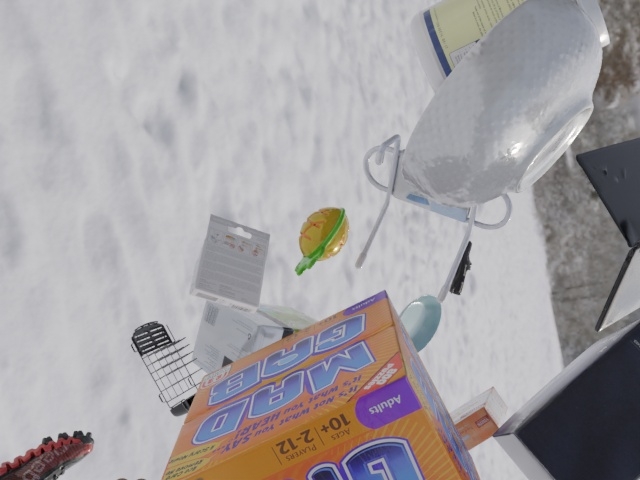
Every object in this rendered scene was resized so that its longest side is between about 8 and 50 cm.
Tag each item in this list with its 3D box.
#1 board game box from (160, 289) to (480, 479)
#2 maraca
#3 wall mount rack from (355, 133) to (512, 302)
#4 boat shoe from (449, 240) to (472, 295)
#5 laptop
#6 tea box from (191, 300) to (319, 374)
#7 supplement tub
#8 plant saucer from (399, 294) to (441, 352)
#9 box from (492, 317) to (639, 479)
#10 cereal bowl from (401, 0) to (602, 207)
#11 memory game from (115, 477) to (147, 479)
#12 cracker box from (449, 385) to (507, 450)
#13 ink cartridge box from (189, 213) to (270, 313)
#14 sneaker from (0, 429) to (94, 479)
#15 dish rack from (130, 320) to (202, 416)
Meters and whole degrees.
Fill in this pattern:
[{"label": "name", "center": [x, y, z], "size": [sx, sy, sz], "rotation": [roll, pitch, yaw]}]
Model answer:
[{"label": "board game box", "center": [0.031, 0.349, 1.101], "size": [0.356, 0.356, 0.356], "rotation": [62, 7, -11]}, {"label": "maraca", "center": [0.000, 0.000, 1.556], "size": [0.099, 0.127, 0.185], "rotation": [37, 53, -11]}, {"label": "wall mount rack", "center": [0.213, -0.052, 1.546], "size": [0.130, 0.350, 0.304], "rotation": [-39, 144, -47]}, {"label": "boat shoe", "center": [0.313, 0.060, 1.596], "size": [0.046, 0.038, 0.125], "rotation": [53, 58, -86]}, {"label": "laptop", "center": [0.816, -0.027, 1.958], "size": [0.382, 0.236, 0.407], "rotation": [-16, 129, -39]}, {"label": "tea box", "center": [-0.152, 0.324, 2.153], "size": [0.324, 0.329, 0.219], "rotation": [13, 94, -36]}, {"label": "supplement tub", "center": [0.364, -0.401, 1.413], "size": [0.235, 0.325, 0.235], "rotation": [51, 26, -37]}, {"label": "plant saucer", "center": [0.261, 0.233, 2.028], "size": [0.195, 0.037, 0.194], "rotation": [-21, 124, -34]}, {"label": "box", "center": [0.471, 0.303, 1.236], "size": [0.182, 0.294, 0.296], "rotation": [48, -6, 16]}, {"label": "cereal bowl", "center": [0.280, -0.172, 1.037], "size": [0.141, 0.339, 0.339], "rotation": [44, 13, 19]}, {"label": "memory game", "center": [-0.375, 0.548, 1.402], "size": [0.012, 0.186, 0.186], "rotation": [104, -5, -48]}, {"label": "cracker box", "center": [0.328, 0.410, 1.616], "size": [0.067, 0.156, 0.232], "rotation": [56, 14, 10]}, {"label": "ink cartridge box", "center": [-0.235, 0.062, 1.900], "size": [0.181, 0.056, 0.224], "rotation": [20, 56, -22]}, {"label": "sneaker", "center": [-0.587, 0.489, 1.479], "size": [0.276, 0.097, 0.135], "rotation": [-20, 70, -29]}, {"label": "dish rack", "center": [-0.394, 0.335, 1.958], "size": [0.271, 0.074, 0.208], "rotation": [59, 13, 4]}]
